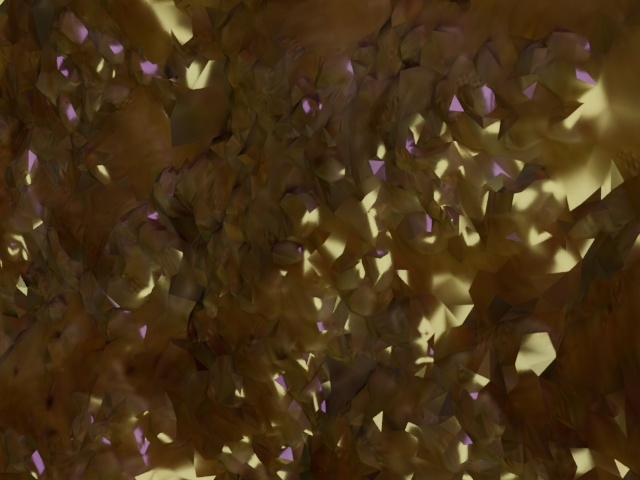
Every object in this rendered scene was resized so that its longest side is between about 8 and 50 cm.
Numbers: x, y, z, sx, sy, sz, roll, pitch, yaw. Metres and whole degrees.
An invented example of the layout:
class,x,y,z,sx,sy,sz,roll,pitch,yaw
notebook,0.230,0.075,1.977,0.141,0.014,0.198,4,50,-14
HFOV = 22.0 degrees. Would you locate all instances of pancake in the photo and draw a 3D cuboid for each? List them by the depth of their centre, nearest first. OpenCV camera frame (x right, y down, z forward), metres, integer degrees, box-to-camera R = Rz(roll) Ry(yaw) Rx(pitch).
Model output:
class,x,y,z,sx,sy,sz,roll,pitch,yaw
pancake,0.001,0.000,0.373,0.071,0.382,0.382,-9,80,-47
